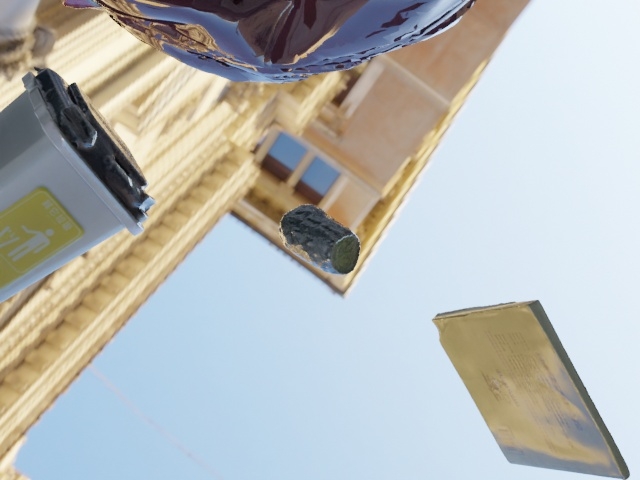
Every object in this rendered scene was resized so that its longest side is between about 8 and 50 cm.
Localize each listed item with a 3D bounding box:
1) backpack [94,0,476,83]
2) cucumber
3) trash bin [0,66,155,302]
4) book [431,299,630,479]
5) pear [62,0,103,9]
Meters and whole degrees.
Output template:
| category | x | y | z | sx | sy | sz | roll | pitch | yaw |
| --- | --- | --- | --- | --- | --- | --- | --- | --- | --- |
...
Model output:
| category | x | y | z | sx | sy | sz | roll | pitch | yaw |
| --- | --- | --- | --- | --- | --- | --- | --- | --- | --- |
| backpack | 0.004 | -0.223 | 0.463 | 0.283 | 0.317 | 0.197 | 9 | 172 | 17 |
| cucumber | -0.001 | -0.001 | 1.187 | 0.064 | 0.064 | 0.112 | 9 | -166 | -32 |
| trash bin | -0.485 | -0.075 | 1.640 | 0.256 | 0.368 | 0.296 | 55 | 178 | -40 |
| book | 0.179 | 0.134 | 0.921 | 0.013 | 0.192 | 0.168 | -30 | -87 | -20 |
| pear | -0.175 | -0.391 | 1.092 | 0.287 | 0.375 | 0.287 | -3 | -90 | -65 |
